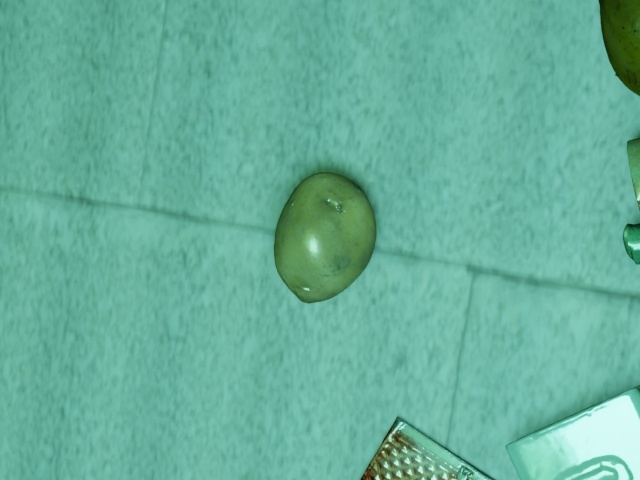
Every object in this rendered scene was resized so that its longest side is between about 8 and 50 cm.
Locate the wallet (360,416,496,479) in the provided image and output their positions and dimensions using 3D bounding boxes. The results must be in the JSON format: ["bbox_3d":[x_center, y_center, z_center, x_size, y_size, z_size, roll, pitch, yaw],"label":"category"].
[{"bbox_3d":[0.140,0.290,1.964,0.196,0.020,0.103,33,99,14],"label":"wallet"}]

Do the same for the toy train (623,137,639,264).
[{"bbox_3d":[0.448,-0.059,1.833,0.285,0.116,0.177,-14,74,17],"label":"toy train"}]

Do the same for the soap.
[{"bbox_3d":[0.325,0.303,1.873,0.160,0.087,0.265,-26,83,15],"label":"soap"}]

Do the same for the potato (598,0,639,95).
[{"bbox_3d":[0.381,-0.312,1.820,0.195,0.176,0.369,-14,75,58],"label":"potato"}]

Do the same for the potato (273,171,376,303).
[{"bbox_3d":[0.000,-0.003,1.963,0.112,0.112,0.147,11,86,16],"label":"potato"}]
